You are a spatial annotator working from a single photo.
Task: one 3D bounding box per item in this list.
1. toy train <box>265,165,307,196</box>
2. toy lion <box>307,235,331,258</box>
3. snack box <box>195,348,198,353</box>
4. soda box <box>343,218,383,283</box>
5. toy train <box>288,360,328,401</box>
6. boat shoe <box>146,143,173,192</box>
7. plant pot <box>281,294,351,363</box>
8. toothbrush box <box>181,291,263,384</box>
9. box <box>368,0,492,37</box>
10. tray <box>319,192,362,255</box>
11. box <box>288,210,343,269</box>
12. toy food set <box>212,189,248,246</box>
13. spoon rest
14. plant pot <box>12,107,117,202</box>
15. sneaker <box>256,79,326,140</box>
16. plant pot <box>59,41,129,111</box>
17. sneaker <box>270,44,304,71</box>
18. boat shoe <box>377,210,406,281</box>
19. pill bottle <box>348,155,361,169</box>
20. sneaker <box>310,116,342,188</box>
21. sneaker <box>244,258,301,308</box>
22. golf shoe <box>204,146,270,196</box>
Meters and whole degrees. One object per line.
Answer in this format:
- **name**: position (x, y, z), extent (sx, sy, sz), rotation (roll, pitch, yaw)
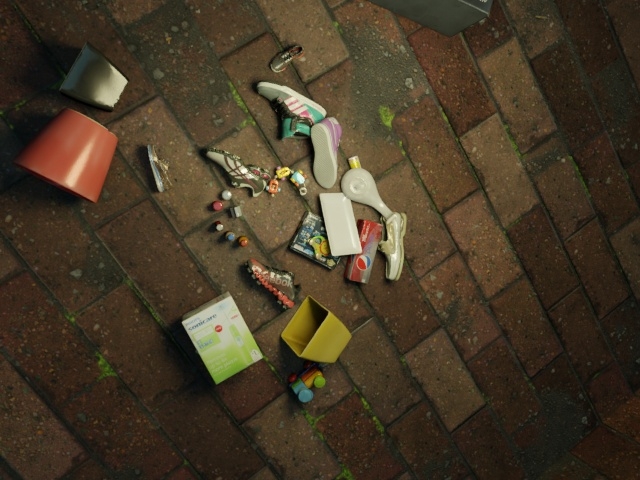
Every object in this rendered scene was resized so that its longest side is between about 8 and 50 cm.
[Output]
- **toy train**: position (-0.139, -0.237, 1.867), extent (0.166, 0.046, 0.125), rotation (3, 96, -13)
- **toy lion**: position (0.006, 0.023, 1.889), extent (0.096, 0.034, 0.100), rotation (-30, 103, -17)
- **snack box**: position (-0.427, 0.418, 1.862), extent (0.100, 0.037, 0.141), rotation (37, 84, -15)
- **soda box**: position (0.182, 0.045, 1.965), extent (0.092, 0.083, 0.263), rotation (14, 92, -17)
- **toy train**: position (-0.013, 0.570, 1.938), extent (0.248, 0.143, 0.105), rotation (-40, 105, -8)
- **boat shoe**: position (-0.605, -0.278, 1.728), extent (0.066, 0.066, 0.183), rotation (-17, 110, -18)
- **plant pot**: position (-0.002, 0.389, 1.899), extent (0.187, 0.212, 0.212), rotation (37, 85, -29)
- **toothbrush box**: position (-0.384, 0.376, 1.788), extent (0.206, 0.122, 0.283), rotation (-27, 100, -14)
- **box**: position (0.455, -1.152, 1.797), extent (0.480, 0.297, 0.471), rotation (15, 90, -17)
- **tray**: position (0.079, -0.068, 1.903), extent (0.145, 0.030, 0.270), rotation (-5, 76, -27)
- **box**: position (0.000, 0.000, 1.926), extent (0.220, 0.051, 0.175), rotation (27, 88, -17)
- **toy food set**: position (-0.358, -0.079, 1.791), extent (0.111, 0.104, 0.232), rotation (-16, 100, -13)
- **spoon rest**: position (0.204, -0.186, 1.926), extent (0.137, 0.084, 0.276), rotation (-44, 91, 11)
- **plant pot**: position (-0.847, -0.296, 1.568), extent (0.275, 0.275, 0.243), rotation (28, 78, -16)
- **sneaker**: position (-0.136, -0.491, 1.804), extent (0.296, 0.124, 0.178), rotation (22, 80, -18)
- **plant pot**: position (-0.776, -0.549, 1.594), extent (0.167, 0.187, 0.188), rotation (28, 88, -29)
- **sneaker**: position (-0.130, -0.727, 1.802), extent (0.158, 0.065, 0.061), rotation (-40, 105, -8)
- **boat shoe**: position (0.301, 0.024, 1.987), extent (0.103, 0.113, 0.302), rotation (6, 82, -12)
- **pill bottle**: position (0.148, -0.314, 1.936), extent (0.043, 0.043, 0.083), rotation (-21, 101, -12)
- **sneaker**: position (0.046, -0.364, 1.875), extent (0.161, 0.102, 0.282), rotation (-48, 143, -47)
- **sneaker**: position (-0.184, 0.153, 1.869), extent (0.276, 0.097, 0.135), rotation (45, 84, -17)
- **golf shoe**: position (-0.333, -0.271, 1.781), extent (0.273, 0.105, 0.120), rotation (26, 96, -16)
